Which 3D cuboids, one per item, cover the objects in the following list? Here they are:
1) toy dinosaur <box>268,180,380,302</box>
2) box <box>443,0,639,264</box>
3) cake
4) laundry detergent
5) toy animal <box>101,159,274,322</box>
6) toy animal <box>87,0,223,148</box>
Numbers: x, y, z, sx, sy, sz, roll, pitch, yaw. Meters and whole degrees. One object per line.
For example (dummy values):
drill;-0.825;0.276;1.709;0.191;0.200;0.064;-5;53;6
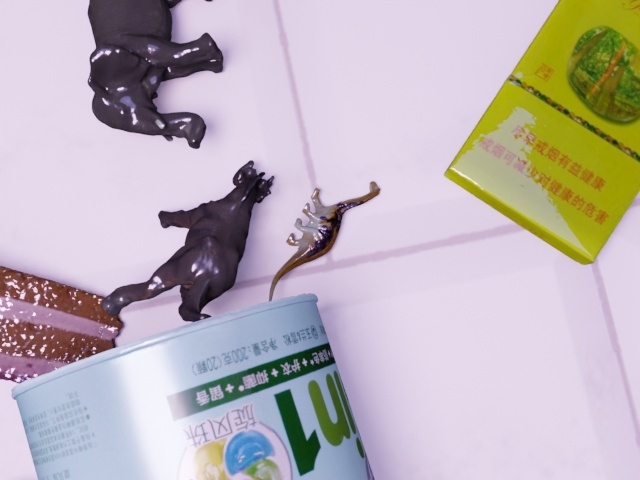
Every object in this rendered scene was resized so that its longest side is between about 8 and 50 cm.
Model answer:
toy dinosaur;-0.011;-0.011;0.836;0.058;0.037;0.180;41;85;11
box;0.304;-0.162;0.842;0.187;0.047;0.335;34;85;6
cake;-0.365;0.077;0.821;0.295;0.113;0.116;19;85;-9
laundry detergent;-0.089;0.235;0.681;0.287;0.287;0.305;-19;82;-1
toy animal;-0.120;0.004;0.776;0.084;0.233;0.148;41;127;-17
toy animal;-0.181;-0.205;0.839;0.146;0.115;0.245;-9;61;-6
